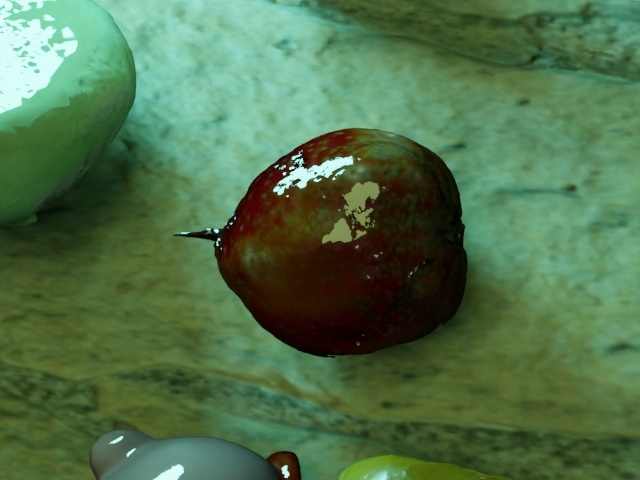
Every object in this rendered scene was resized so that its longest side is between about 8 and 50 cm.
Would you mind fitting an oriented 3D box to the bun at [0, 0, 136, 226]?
[{"bbox_3d":[-0.307,-0.106,1.111,0.293,0.187,0.293,5,44,-5],"label":"bun"}]

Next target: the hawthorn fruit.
[{"bbox_3d":[0.000,0.000,1.006,0.235,0.181,0.181,2,75,16],"label":"hawthorn fruit"}]

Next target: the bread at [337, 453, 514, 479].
[{"bbox_3d":[0.053,0.324,0.870,0.195,0.149,0.344,8,63,20],"label":"bread"}]

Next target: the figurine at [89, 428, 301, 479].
[{"bbox_3d":[-0.101,0.232,0.965,0.173,0.173,0.173,-4,73,14],"label":"figurine"}]
